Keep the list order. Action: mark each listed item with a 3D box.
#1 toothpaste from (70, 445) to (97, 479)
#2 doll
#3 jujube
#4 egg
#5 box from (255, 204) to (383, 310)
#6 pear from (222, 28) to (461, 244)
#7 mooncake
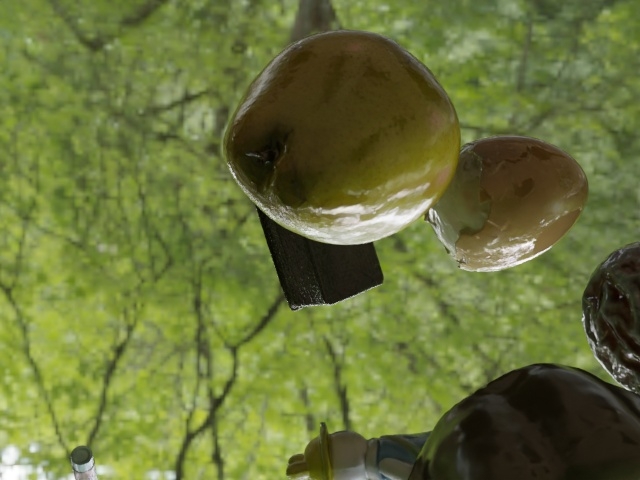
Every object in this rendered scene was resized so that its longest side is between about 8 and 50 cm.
[{"bbox_3d":[-0.375,0.390,1.785,0.036,0.205,0.056,9,-127,1],"label":"toothpaste"},{"bbox_3d":[0.078,0.270,1.344,0.241,0.098,0.135,-1,-145,2],"label":"doll"},{"bbox_3d":[0.546,0.143,1.699,0.215,0.246,0.308,20,-167,-42],"label":"jujube"},{"bbox_3d":[0.277,-0.060,1.654,0.244,0.201,0.201,-14,-169,0],"label":"egg"},{"bbox_3d":[-0.002,0.000,2.416,0.184,0.273,0.143,-22,-171,-36],"label":"box"},{"bbox_3d":[0.030,-0.127,1.372,0.285,0.285,0.336,3,-173,5],"label":"pear"},{"bbox_3d":[0.261,0.330,1.139,0.378,0.378,0.201,0,-170,-12],"label":"mooncake"}]
